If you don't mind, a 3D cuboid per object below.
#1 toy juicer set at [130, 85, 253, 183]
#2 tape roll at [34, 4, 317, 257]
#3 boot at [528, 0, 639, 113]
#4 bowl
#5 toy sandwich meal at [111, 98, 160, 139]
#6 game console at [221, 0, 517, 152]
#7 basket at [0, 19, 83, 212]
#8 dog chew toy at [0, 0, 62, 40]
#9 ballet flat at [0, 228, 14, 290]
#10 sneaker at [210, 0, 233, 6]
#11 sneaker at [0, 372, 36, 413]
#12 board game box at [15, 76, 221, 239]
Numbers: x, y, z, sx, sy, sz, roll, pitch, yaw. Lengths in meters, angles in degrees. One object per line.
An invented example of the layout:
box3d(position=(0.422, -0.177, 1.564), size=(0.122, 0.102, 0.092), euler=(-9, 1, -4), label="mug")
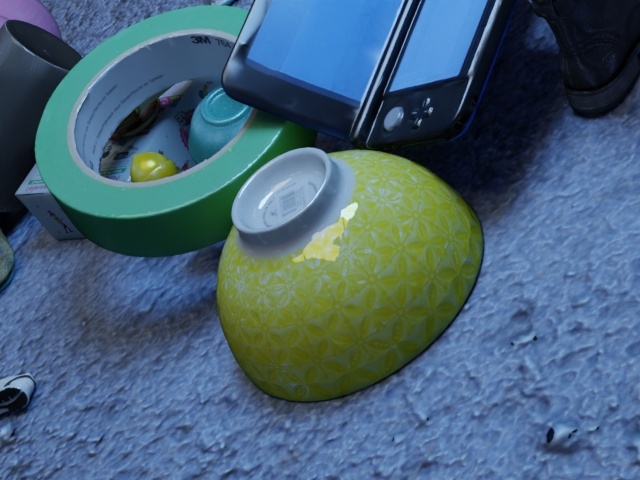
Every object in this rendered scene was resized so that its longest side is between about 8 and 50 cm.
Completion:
box3d(position=(-0.133, -0.123, 1.618), size=(0.209, 0.089, 0.329), euler=(-25, 49, 1), label="toy juicer set")
box3d(position=(-0.165, -0.130, 1.526), size=(0.321, 0.077, 0.321), euler=(-10, 51, 13), label="tape roll")
box3d(position=(0.274, -0.283, 1.350), size=(0.091, 0.229, 0.263), euler=(-1, 49, 33), label="boot")
box3d(position=(0.000, 0.000, 1.336), size=(0.289, 0.156, 0.289), euler=(-24, 35, 19), label="bowl")
box3d(position=(-0.242, -0.162, 1.691), size=(0.085, 0.029, 0.085), euler=(-23, 37, 18), label="toy sandwich meal")
box3d(position=(0.066, -0.255, 1.387), size=(0.250, 0.173, 0.293), euler=(-4, 61, 60), label="game console")
box3d(position=(-0.430, -0.174, 1.830), size=(0.154, 0.204, 0.227), euler=(44, 111, 28), label="basket")
box3d(position=(-0.509, -0.266, 2.038), size=(0.206, 0.207, 0.332), euler=(-29, 23, 12), label="dog chew toy")
box3d(position=(-0.519, -0.031, 1.881), size=(0.123, 0.123, 0.348), euler=(-41, 34, -6), label="ballet flat")
box3d(position=(-0.168, -0.423, 2.061), size=(0.065, 0.076, 0.166), euler=(-32, 34, 6), label="sneaker")
box3d(position=(-0.379, 0.185, 1.573), size=(0.109, 0.040, 0.044), euler=(-16, 23, 24), label="sneaker")
box3d(position=(-0.236, -0.148, 1.780), size=(0.224, 0.097, 0.303), euler=(-3, 46, 40), label="board game box")
